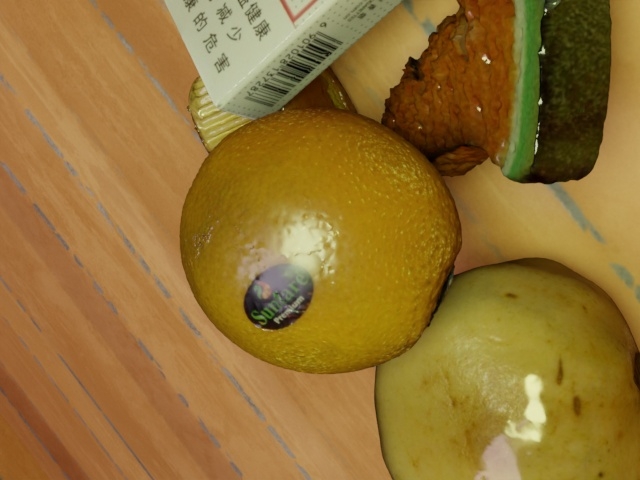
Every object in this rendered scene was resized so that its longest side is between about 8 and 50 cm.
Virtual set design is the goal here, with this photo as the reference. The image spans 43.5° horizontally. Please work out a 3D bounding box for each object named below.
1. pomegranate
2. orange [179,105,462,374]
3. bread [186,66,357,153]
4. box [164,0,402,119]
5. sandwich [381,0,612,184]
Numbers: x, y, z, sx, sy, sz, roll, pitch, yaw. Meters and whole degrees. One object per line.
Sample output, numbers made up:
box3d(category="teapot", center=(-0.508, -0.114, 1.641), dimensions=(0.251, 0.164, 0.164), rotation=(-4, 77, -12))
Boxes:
box3d(category="pomegranate", center=(0.207, 0.182, 0.890), dimensions=(0.332, 0.332, 0.333), rotation=(22, 129, 30))
box3d(category="orange", center=(0.000, 0.000, 0.786), dimensions=(0.274, 0.274, 0.274), rotation=(22, 129, 30))
box3d(category="bread", center=(-0.024, -0.112, 1.003), dimensions=(0.156, 0.204, 0.288), rotation=(-21, 105, 22))
box3d(category="box", center=(-0.010, -0.303, 0.803), dimensions=(0.330, 0.095, 0.210), rotation=(-38, 68, 28))
box3d(category="sandwich", center=(0.186, -0.159, 0.812), dimensions=(0.301, 0.162, 0.251), rotation=(-15, 74, 62))
